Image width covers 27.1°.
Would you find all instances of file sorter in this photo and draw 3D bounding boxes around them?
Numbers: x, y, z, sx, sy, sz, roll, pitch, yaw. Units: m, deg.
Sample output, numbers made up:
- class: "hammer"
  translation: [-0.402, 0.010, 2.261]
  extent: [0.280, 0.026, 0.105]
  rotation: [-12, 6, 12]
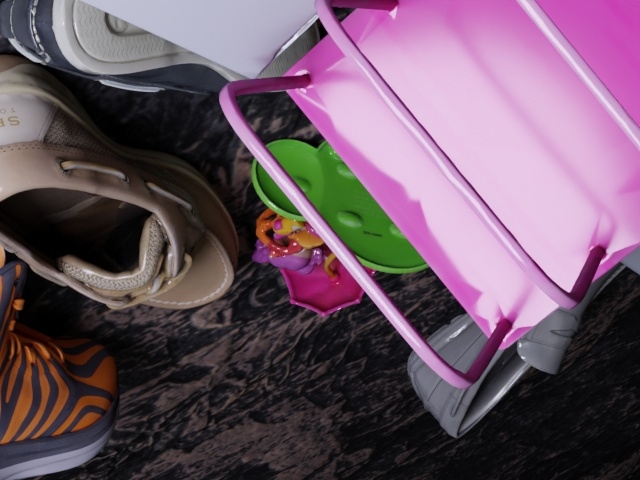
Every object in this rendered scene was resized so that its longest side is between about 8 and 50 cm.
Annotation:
- class: "file sorter"
  translation: [0.125, -0.093, 0.644]
  extent: [0.290, 0.202, 0.182]
  rotation: [-40, 177, 17]

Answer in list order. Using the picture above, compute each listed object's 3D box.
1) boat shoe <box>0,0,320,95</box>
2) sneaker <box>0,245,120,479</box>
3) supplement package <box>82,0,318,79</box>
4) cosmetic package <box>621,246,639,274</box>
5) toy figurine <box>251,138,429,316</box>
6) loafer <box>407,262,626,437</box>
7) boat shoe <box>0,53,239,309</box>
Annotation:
- class: "boat shoe"
  translation: [-0.089, -0.132, 0.825]
  extent: [0.079, 0.084, 0.233]
  rotation: [-1, -178, 41]
- class: "sneaker"
  translation: [-0.230, 0.078, 0.966]
  extent: [0.321, 0.124, 0.180]
  rotation: [-30, 132, -70]
- class: "supplement package"
  translation: [-0.030, -0.234, 0.614]
  extent: [0.262, 0.145, 0.204]
  rotation: [-41, 150, 21]
- class: "cosmetic package"
  translation: [0.234, -0.109, 0.970]
  extent: [0.161, 0.230, 0.453]
  rotation: [-37, 150, 17]
- class: "toy figurine"
  translation: [0.000, 0.000, 1.083]
  extent: [0.173, 0.130, 0.159]
  rotation: [11, 147, -19]
- class: "loafer"
  translation: [0.231, 0.090, 1.413]
  extent: [0.112, 0.111, 0.319]
  rotation: [9, 135, -49]
- class: "boat shoe"
  translation: [-0.149, -0.003, 0.922]
  extent: [0.121, 0.110, 0.341]
  rotation: [-35, 151, 11]
